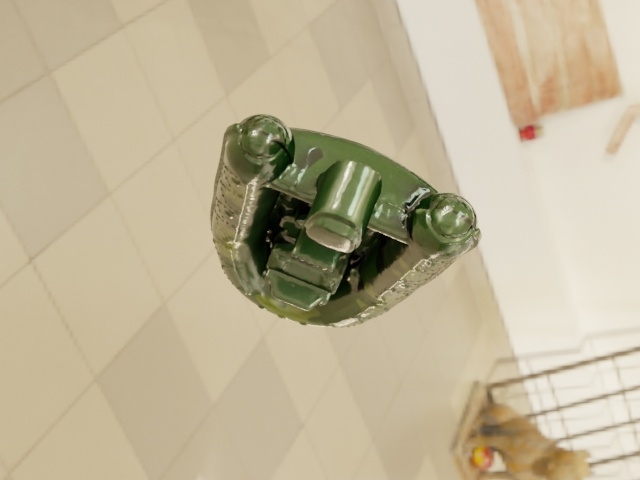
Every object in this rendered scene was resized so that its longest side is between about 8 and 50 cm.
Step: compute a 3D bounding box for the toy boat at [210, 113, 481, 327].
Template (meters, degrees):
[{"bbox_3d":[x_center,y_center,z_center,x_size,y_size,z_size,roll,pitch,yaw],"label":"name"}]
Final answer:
[{"bbox_3d":[0.000,0.000,0.446,0.210,0.104,0.052,124,-14,-73],"label":"toy boat"}]
